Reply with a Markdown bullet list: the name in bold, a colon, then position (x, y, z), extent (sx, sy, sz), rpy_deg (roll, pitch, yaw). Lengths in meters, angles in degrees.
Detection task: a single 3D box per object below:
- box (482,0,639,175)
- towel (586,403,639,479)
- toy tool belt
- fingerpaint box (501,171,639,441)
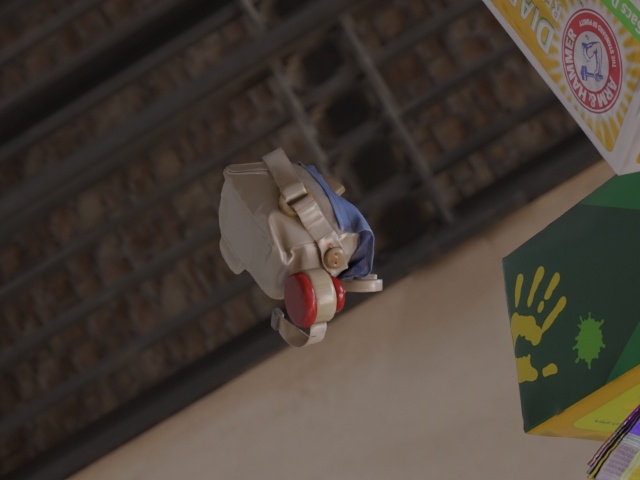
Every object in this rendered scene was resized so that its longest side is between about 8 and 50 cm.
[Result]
- **box**: position (0.121, -0.138, 0.701), extent (0.203, 0.103, 0.114), rpy_deg (58, -30, 37)
- **towel**: position (0.195, 0.114, 1.053), extent (0.060, 0.083, 0.009), rpy_deg (30, 13, -48)
- **toy tool belt**: position (0.000, 0.000, 0.646), extent (0.083, 0.051, 0.052), rpy_deg (50, -39, 48)
- **fingerpaint box**: position (0.425, 0.031, 1.356), extent (0.444, 0.371, 0.163), rpy_deg (9, 61, -27)
